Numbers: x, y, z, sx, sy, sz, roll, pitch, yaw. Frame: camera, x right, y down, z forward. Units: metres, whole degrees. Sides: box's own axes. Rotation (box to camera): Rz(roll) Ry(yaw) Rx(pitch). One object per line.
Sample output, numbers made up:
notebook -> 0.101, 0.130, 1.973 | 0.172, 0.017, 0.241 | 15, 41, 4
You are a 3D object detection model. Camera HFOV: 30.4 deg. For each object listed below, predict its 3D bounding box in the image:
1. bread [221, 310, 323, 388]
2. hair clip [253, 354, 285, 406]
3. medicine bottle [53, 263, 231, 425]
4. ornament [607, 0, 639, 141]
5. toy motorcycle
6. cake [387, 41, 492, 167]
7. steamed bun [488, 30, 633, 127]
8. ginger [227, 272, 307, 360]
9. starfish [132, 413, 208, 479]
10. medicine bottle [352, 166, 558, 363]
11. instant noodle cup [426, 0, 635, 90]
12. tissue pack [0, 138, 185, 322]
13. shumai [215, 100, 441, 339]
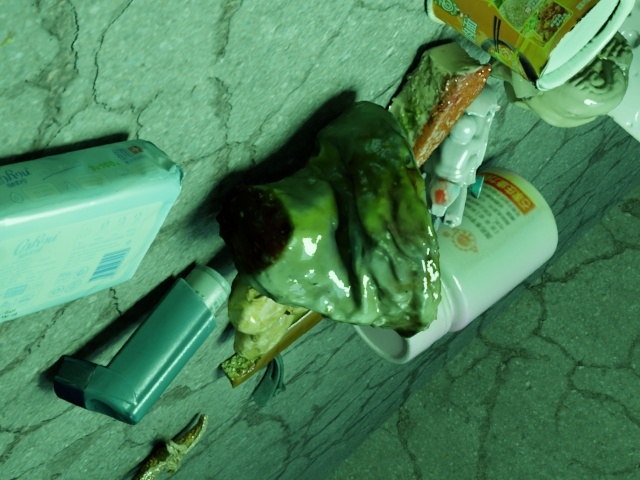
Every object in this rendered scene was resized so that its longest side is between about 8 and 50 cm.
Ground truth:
bread -> -0.078, 0.164, 2.049 | 0.226, 0.049, 0.088 | -38, 162, -14
hair clip -> -0.093, 0.242, 2.231 | 0.070, 0.039, 0.229 | -36, 156, -24
medicine bottle -> -0.232, 0.136, 1.580 | 0.258, 0.124, 0.079 | -50, 161, -22
ornament -> 0.548, -0.328, 1.917 | 0.239, 0.240, 0.240 | -52, 170, 29
toy motorcycle -> 0.204, -0.146, 1.777 | 0.171, 0.110, 0.260 | 86, 21, -71
cake -> 0.162, -0.191, 1.693 | 0.117, 0.086, 0.220 | -26, 155, -38
steamed bun -> 0.331, -0.247, 1.696 | 0.211, 0.218, 0.144 | -49, 170, -41
ginger -> -0.010, 0.028, 1.793 | 0.348, 0.122, 0.363 | -45, 163, -11
starfish -> -0.287, 0.405, 2.155 | 0.227, 0.043, 0.240 | -37, 165, -13
medicine bottle -> 0.237, 0.044, 2.176 | 0.388, 0.219, 0.219 | -36, 161, -25
instant noodle cup -> 0.277, -0.313, 1.511 | 0.230, 0.182, 0.230 | -38, 163, -14
tissue pack -> -0.277, -0.006, 1.167 | 0.263, 0.089, 0.177 | -18, 148, -50
shumai -> 0.000, 0.000, 1.555 | 0.264, 0.309, 0.304 | -12, 144, -13
